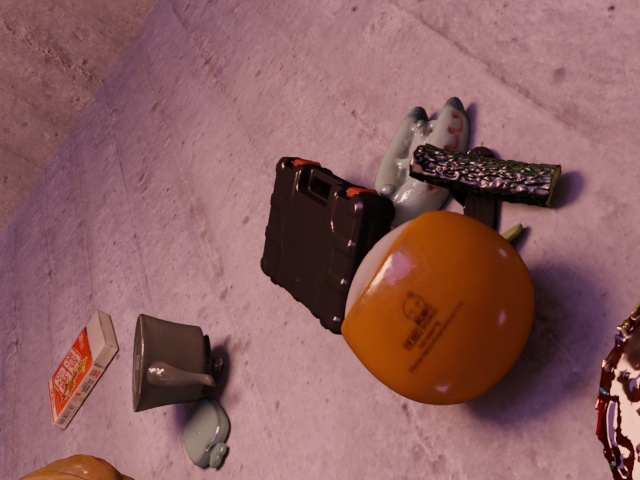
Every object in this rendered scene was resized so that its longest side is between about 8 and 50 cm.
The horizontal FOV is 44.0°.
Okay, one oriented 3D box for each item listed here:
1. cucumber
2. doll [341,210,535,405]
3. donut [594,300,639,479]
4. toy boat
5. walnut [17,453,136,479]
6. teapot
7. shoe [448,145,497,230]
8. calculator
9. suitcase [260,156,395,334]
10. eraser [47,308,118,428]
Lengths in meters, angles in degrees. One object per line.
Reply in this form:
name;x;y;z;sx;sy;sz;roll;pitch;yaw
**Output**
cucumber;0.198;-0.080;0.976;0.187;0.058;0.058;14;75;30
doll;0.143;0.070;0.897;0.213;0.213;0.236;-45;-9;23
donut;0.337;0.135;0.637;0.235;0.089;0.235;-33;42;35
toy boat;0.134;-0.116;1.132;0.134;0.079;0.207;0;64;51
walnut;-0.410;0.506;1.200;0.344;0.306;0.306;-55;32;5
teapot;-0.239;0.204;1.344;0.239;0.149;0.162;-159;73;-72
shoe;0.196;-0.067;1.031;0.062;0.053;0.159;-32;44;43
calculator;-0.187;0.313;1.289;0.095;0.021;0.153;-58;29;5
suitcase;0.001;0.000;1.175;0.285;0.066;0.206;35;117;58
eraser;-0.540;0.287;1.787;0.230;0.038;0.157;-55;32;9
